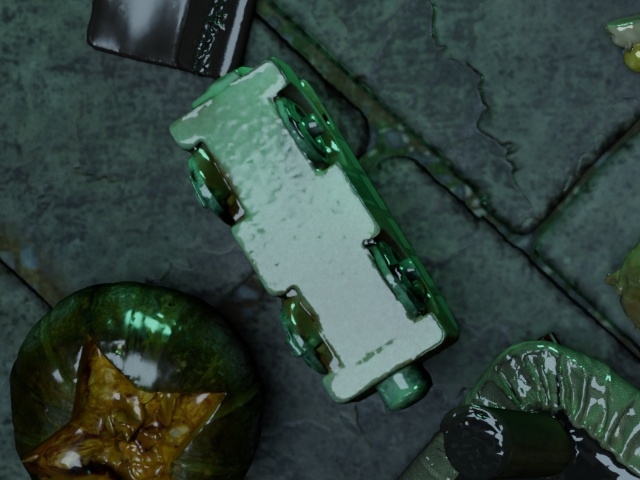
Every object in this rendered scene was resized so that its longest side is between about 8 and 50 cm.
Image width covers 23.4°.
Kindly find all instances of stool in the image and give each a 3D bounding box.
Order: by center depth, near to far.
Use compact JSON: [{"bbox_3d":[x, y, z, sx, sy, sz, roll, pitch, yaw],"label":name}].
[{"bbox_3d":[0.185,0.284,1.264,0.310,0.226,0.310,37,110,10],"label":"stool"}]

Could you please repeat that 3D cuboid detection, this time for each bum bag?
[{"bbox_3d":[-0.138,-0.212,1.430,0.159,0.026,0.109,14,98,14],"label":"bum bag"}]

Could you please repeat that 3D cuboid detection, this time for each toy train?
[{"bbox_3d":[0.000,0.000,1.342,0.129,0.159,0.326,-34,81,12],"label":"toy train"}]

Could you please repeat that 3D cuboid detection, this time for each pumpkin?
[{"bbox_3d":[-0.162,0.148,1.392,0.238,0.159,0.238,0,111,1],"label":"pumpkin"}]

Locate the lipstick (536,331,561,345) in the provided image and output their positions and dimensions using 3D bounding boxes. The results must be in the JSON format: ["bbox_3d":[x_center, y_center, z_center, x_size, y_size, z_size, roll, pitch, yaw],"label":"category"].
[{"bbox_3d":[0.238,0.162,1.357,0.027,0.027,0.176,-31,87,14],"label":"lipstick"}]

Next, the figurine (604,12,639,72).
[{"bbox_3d":[0.286,-0.170,1.315,0.083,0.047,0.050,-11,101,19],"label":"figurine"}]

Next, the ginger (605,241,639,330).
[{"bbox_3d":[0.335,0.079,1.298,0.104,0.080,0.204,-41,81,8],"label":"ginger"}]
